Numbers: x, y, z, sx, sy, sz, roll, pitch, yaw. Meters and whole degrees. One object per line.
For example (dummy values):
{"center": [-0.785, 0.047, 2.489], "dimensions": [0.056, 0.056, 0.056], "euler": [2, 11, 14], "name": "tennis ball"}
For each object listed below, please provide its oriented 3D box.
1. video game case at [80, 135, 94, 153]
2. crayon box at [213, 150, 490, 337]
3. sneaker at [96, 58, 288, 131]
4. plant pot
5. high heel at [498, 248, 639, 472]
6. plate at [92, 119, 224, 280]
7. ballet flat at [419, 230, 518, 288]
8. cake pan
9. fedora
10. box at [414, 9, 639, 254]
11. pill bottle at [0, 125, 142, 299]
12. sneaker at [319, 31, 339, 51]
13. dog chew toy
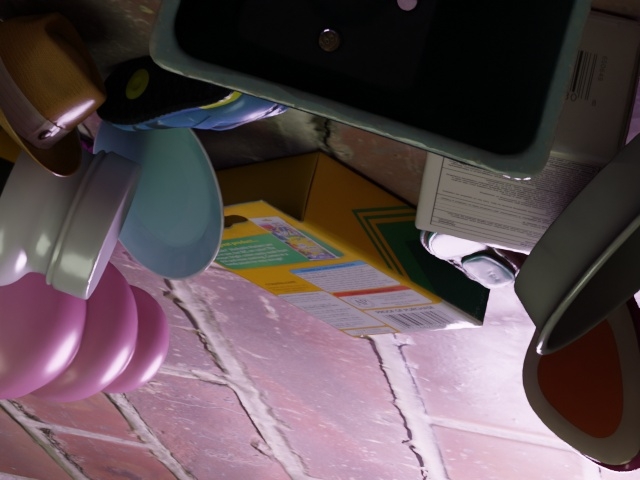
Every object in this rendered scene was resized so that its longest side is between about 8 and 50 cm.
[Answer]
{"center": [-0.294, -0.063, 2.099], "dimensions": [0.210, 0.042, 0.232], "euler": [28, 157, -34], "name": "video game case"}
{"center": [0.000, 0.000, 2.004], "dimensions": [0.323, 0.083, 0.203], "euler": [29, 156, -37], "name": "crayon box"}
{"center": [-0.117, -0.125, 1.768], "dimensions": [0.209, 0.069, 0.082], "euler": [-4, 157, 41], "name": "sneaker"}
{"center": [0.035, -0.186, 1.262], "dimensions": [0.247, 0.248, 0.252], "euler": [17, 178, -6], "name": "plant pot"}
{"center": [0.263, 0.092, 1.750], "dimensions": [0.127, 0.377, 0.181], "euler": [-40, 126, 21], "name": "high heel"}
{"center": [-0.154, -0.053, 1.899], "dimensions": [0.188, 0.188, 0.024], "euler": [-7, -167, 46], "name": "plate"}
{"center": [0.141, -0.008, 1.904], "dimensions": [0.070, 0.070, 0.188], "euler": [5, 162, 24], "name": "ballet flat"}
{"center": [0.260, -0.029, 1.511], "dimensions": [0.054, 0.293, 0.293], "euler": [47, 166, 14], "name": "cake pan"}
{"center": [-0.246, -0.150, 1.721], "dimensions": [0.079, 0.194, 0.194], "euler": [-30, 146, 11], "name": "fedora"}
{"center": [0.167, -0.089, 1.577], "dimensions": [0.148, 0.127, 0.232], "euler": [13, 161, 3], "name": "box"}
{"center": [-0.351, -0.070, 1.854], "dimensions": [0.334, 0.188, 0.188], "euler": [22, 160, -1], "name": "pill bottle"}
{"center": [0.010, -0.157, 1.593], "dimensions": [0.071, 0.066, 0.188], "euler": [16, 160, -1], "name": "sneaker"}
{"center": [-0.306, 0.093, 2.205], "dimensions": [0.206, 0.207, 0.332], "euler": [-3, 165, 40], "name": "dog chew toy"}
